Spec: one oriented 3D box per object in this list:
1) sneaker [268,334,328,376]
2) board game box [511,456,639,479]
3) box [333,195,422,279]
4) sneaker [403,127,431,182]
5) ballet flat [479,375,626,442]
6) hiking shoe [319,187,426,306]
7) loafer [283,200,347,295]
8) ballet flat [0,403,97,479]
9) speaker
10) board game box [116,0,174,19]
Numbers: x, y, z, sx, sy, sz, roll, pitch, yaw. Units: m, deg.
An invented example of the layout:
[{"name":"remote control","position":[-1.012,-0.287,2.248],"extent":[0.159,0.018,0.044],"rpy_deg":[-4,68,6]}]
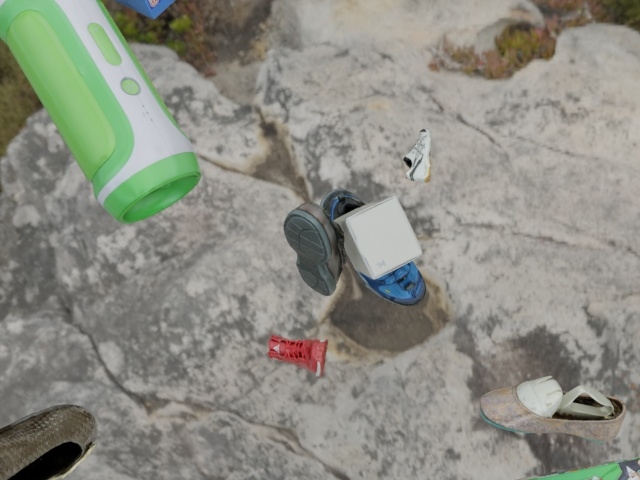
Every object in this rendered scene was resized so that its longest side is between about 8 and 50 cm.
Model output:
[{"name":"sneaker","position":[-0.057,0.258,1.796],"extent":[0.128,0.221,0.087],"rpy_deg":[11,73,-5]},{"name":"board game box","position":[0.324,0.358,1.136],"extent":[0.213,0.317,0.046],"rpy_deg":[-11,71,1]},{"name":"box","position":[0.093,-0.007,1.382],"extent":[0.094,0.275,0.113],"rpy_deg":[-26,94,-3]},{"name":"sneaker","position":[0.127,-0.114,1.039],"extent":[0.036,0.032,0.083],"rpy_deg":[2,57,9]},{"name":"ballet flat","position":[0.461,0.318,1.546],"extent":[0.315,0.106,0.108],"rpy_deg":[11,36,-21]},{"name":"hiking shoe","position":[0.110,0.028,1.614],"extent":[0.113,0.304,0.132],"rpy_deg":[-44,12,-1]},{"name":"loafer","position":[0.000,0.000,1.357],"extent":[0.096,0.268,0.084],"rpy_deg":[30,67,19]},{"name":"ballet flat","position":[-0.210,0.156,0.538],"extent":[0.084,0.250,0.058],"rpy_deg":[-43,79,-4]},{"name":"speaker","position":[-0.256,-0.171,0.902],"extent":[0.131,0.131,0.297],"rpy_deg":[-31,85,-7]},{"name":"board game box","position":[-0.229,-0.373,0.991],"extent":[0.210,0.047,0.160],"rpy_deg":[32,69,28]}]
